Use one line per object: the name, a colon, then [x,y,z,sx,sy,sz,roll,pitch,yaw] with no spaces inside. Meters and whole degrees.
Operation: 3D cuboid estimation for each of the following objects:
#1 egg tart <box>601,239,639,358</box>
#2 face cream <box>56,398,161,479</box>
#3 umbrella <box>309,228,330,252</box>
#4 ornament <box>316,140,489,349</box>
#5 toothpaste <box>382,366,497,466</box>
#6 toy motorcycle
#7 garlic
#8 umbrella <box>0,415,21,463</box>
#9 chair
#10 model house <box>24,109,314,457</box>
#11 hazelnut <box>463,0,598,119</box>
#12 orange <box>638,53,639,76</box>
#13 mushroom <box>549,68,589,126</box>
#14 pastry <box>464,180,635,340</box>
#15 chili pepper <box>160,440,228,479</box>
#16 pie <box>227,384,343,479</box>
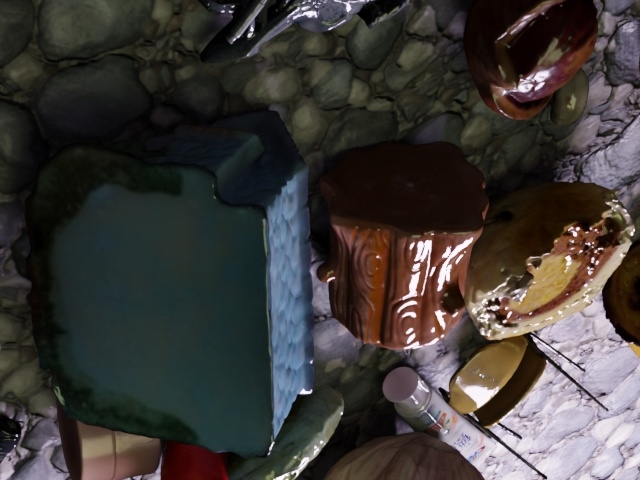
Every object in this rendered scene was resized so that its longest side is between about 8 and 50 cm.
egg tart: [0.553,0.109,1.959,0.215,0.215,0.171,-33,144,-3]
face cream: [-0.277,0.238,1.627,0.104,0.149,0.149,-7,126,-22]
umbrella: [-0.002,-0.001,1.693,0.122,0.022,0.013,39,74,-52]
ornament: [0.113,0.013,1.643,0.235,0.221,0.217,-36,143,-38]
toothpaste: [0.191,0.298,1.993,0.100,0.066,0.323,-43,137,-1]
toy motorcycle: [-0.001,-0.299,1.412,0.307,0.108,0.173,-20,136,-12]
garlic: [0.134,0.425,1.917,0.317,0.317,0.259,36,76,-41]
umbrella: [-0.459,0.309,1.656,0.188,0.050,0.046,-53,151,14]
chair: [0.291,0.222,1.916,0.247,0.172,0.159,37,102,-16]
model house: [-0.133,0.006,1.493,0.297,0.339,0.360,7,115,20]
hazelnut: [0.265,-0.248,1.558,0.170,0.160,0.201,-21,125,-16]
orange: [0.507,-0.254,1.702,0.159,0.159,0.136,-27,91,-9]
mushroom: [0.321,-0.198,1.693,0.079,0.085,0.085,8,126,7]
pastry: [0.300,0.014,1.777,0.256,0.170,0.237,-29,152,-12]
chili pepper: [-0.156,0.254,1.599,0.092,0.368,0.137,6,136,-15]
pie: [-0.088,0.305,1.735,0.306,0.306,0.071,-36,94,0]
